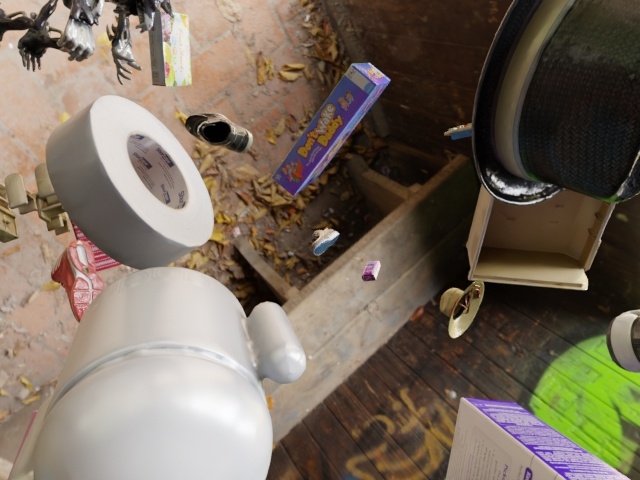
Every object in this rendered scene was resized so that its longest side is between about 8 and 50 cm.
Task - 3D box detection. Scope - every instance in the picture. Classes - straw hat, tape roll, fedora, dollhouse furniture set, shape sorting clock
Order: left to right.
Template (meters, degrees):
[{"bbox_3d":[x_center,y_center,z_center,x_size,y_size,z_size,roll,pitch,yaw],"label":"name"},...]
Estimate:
[{"bbox_3d":[-0.766,-0.119,1.258,0.242,0.161,0.212,-20,163,-5],"label":"dollhouse furniture set"},{"bbox_3d":[-0.235,-0.073,0.615,0.072,0.219,0.219,-29,132,14],"label":"tape roll"},{"bbox_3d":[0.309,0.144,1.080,0.144,0.061,0.145,-26,130,-37],"label":"straw hat"},{"bbox_3d":[0.447,-0.316,1.309,0.206,0.206,0.040,-17,101,-27],"label":"shape sorting clock"},{"bbox_3d":[0.326,-0.165,0.517,0.333,0.152,0.334,-16,126,-22],"label":"fedora"}]

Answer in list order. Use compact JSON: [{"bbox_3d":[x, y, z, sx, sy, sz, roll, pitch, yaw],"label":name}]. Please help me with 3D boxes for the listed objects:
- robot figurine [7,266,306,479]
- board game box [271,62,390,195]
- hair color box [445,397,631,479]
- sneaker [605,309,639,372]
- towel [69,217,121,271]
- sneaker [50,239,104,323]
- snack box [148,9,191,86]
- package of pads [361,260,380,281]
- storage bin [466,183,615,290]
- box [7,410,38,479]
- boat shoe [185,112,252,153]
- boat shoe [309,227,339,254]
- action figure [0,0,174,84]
[{"bbox_3d":[-0.162,0.159,0.488,0.299,0.353,0.200,-28,117,-5],"label":"robot figurine"},{"bbox_3d":[0.032,-0.296,1.246,0.078,0.233,0.347,39,115,-1],"label":"board game box"},{"bbox_3d":[0.289,0.356,0.606,0.110,0.339,0.185,9,92,-10],"label":"hair color box"},{"bbox_3d":[0.423,0.093,0.496,0.234,0.106,0.078,-6,81,-23],"label":"sneaker"},{"bbox_3d":[-0.668,-0.037,1.496,0.198,0.031,0.275,-18,128,-26],"label":"towel"},{"bbox_3d":[-0.639,0.122,1.243,0.128,0.221,0.087,-25,159,36],"label":"sneaker"},{"bbox_3d":[-0.310,-0.395,0.980,0.100,0.037,0.141,-51,147,-64],"label":"snack box"},{"bbox_3d":[0.179,0.107,1.677,0.032,0.050,0.083,64,32,-29],"label":"package of pads"},{"bbox_3d":[0.451,-0.045,0.961,0.260,0.123,0.262,5,125,6],"label":"storage bin"},{"bbox_3d":[-0.388,0.413,0.784,0.117,0.242,0.214,54,41,-56],"label":"box"},{"bbox_3d":[-0.277,-0.286,1.215,0.079,0.233,0.084,4,108,-54],"label":"boat shoe"},{"bbox_3d":[0.000,0.000,1.703,0.066,0.066,0.183,-63,165,25],"label":"boat shoe"},{"bbox_3d":[-0.297,-0.286,0.627,0.275,0.164,0.141,-10,89,13],"label":"action figure"}]
